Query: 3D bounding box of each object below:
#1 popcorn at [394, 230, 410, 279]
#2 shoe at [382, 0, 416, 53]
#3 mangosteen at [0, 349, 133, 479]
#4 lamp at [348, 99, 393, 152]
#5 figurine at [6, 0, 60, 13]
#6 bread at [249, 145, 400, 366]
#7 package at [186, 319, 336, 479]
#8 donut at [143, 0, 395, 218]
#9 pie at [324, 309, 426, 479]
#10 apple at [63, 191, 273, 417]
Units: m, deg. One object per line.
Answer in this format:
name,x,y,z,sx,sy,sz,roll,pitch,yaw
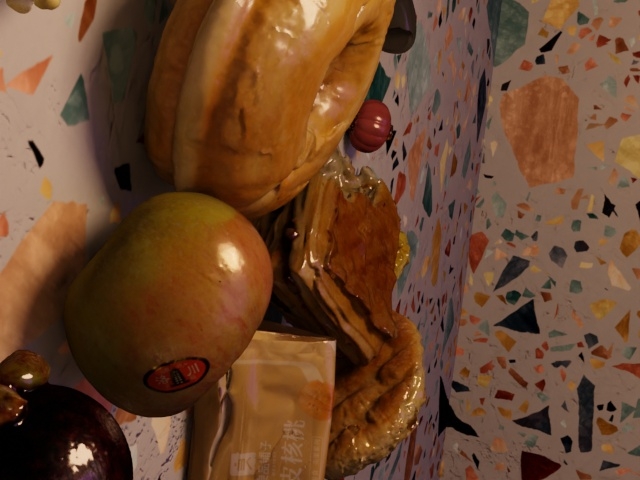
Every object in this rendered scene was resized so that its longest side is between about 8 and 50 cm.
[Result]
popcorn,0.077,0.014,1.745,0.198,0.197,0.156,-57,147,-49
shoe,0.118,-0.474,1.753,0.093,0.108,0.241,-41,129,-59
mangosteen,-0.287,0.192,0.825,0.250,0.211,0.211,67,23,0
lamp,0.098,-0.226,1.818,0.107,0.092,0.108,-162,-90,-78
figurine,-0.179,-0.383,0.827,0.274,0.226,0.395,21,88,-43
bread,0.000,0.000,1.491,0.314,0.191,0.370,52,34,-41
package,-0.110,0.285,1.375,0.165,0.221,0.312,0,99,-49
donut,-0.054,-0.227,1.148,0.449,0.198,0.449,-60,169,-20
pie,0.034,0.242,1.514,0.083,0.339,0.340,52,46,-35
apple,-0.167,0.068,1.025,0.261,0.194,0.261,-50,-175,6
